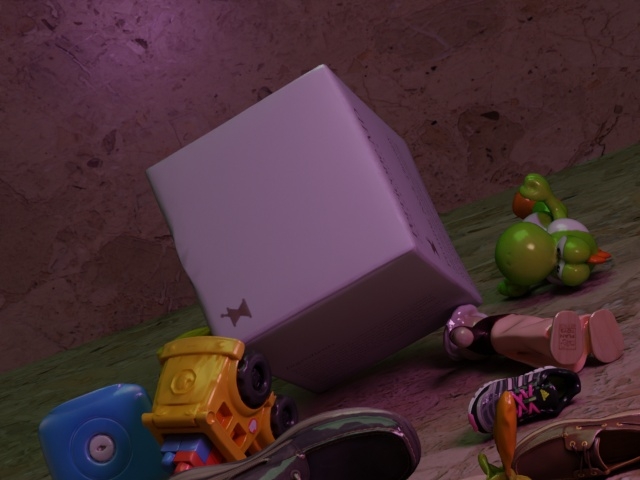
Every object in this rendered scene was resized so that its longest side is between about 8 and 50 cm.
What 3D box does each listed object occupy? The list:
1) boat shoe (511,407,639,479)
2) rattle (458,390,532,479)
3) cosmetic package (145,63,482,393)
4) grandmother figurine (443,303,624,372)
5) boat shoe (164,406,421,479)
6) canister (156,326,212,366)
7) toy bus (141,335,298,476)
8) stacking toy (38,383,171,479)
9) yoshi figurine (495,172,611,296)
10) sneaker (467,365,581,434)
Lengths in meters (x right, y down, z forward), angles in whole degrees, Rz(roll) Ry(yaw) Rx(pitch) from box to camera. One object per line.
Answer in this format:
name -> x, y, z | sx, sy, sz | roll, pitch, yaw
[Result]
boat shoe -> 0.292, 0.228, 1.561 | 0.178, 0.064, 0.060 | -15, 6, 4
rattle -> 0.123, 0.253, 1.526 | 0.199, 0.143, 0.130 | -6, 31, 31
cosmetic package -> 0.000, 0.000, 2.194 | 0.327, 0.329, 0.393 | -29, -22, 12
grandmother figurine -> 0.283, 0.144, 2.108 | 0.207, 0.104, 0.342 | 9, -7, -24
boat shoe -> -0.047, 0.307, 1.651 | 0.355, 0.132, 0.130 | -25, 15, 15
canister -> -0.187, 0.233, 2.250 | 0.073, 0.170, 0.126 | -14, 8, 27
toy bus -> -0.143, 0.271, 1.960 | 0.149, 0.220, 0.211 | -7, 44, 28
stacking toy -> -0.296, 0.308, 2.173 | 0.175, 0.166, 0.302 | -21, -7, 4
yoshi figurine -> 0.383, 0.002, 2.586 | 0.203, 0.204, 0.362 | -34, 9, 3
sneaker -> 0.265, 0.200, 1.824 | 0.170, 0.063, 0.075 | -17, 0, -31
